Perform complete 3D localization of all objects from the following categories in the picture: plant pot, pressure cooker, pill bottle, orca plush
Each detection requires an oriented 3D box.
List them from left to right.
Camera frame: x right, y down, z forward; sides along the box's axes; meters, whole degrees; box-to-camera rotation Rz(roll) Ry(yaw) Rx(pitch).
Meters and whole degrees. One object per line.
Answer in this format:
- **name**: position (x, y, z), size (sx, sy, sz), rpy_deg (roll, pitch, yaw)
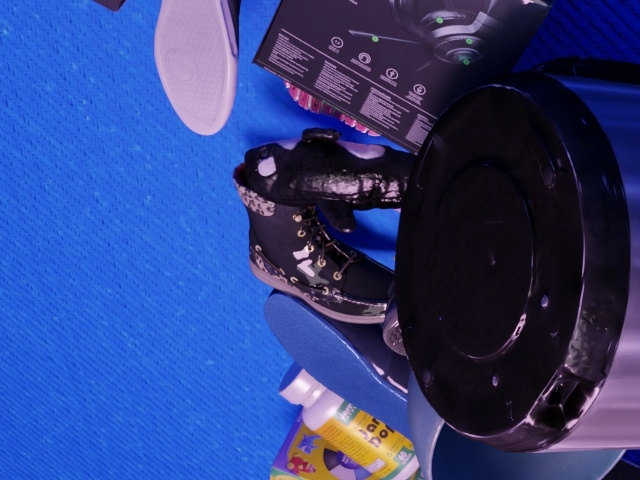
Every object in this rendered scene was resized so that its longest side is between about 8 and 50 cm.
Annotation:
- **pill bottle**: position (0.050, 0.234, 2.071), size (0.208, 0.117, 0.117), rpy_deg (37, 138, -9)
- **orca plush**: position (0.047, -0.044, 1.708), size (0.287, 0.102, 0.151), rpy_deg (12, 157, -1)
- **plant pot**: position (0.222, 0.175, 1.832), size (0.290, 0.195, 0.290), rpy_deg (-13, 127, -18)
- **pressure cooker**: position (0.325, 0.028, 1.488), size (0.420, 0.370, 0.375), rpy_deg (3, 123, -25)

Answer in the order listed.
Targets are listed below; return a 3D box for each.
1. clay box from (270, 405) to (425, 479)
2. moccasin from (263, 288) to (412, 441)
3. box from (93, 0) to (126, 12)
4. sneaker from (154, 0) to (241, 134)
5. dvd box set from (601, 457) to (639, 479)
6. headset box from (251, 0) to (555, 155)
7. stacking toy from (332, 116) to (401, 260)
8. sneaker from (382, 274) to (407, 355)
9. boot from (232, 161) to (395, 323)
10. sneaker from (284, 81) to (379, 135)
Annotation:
- **clay box**: position (0.053, 0.328, 2.156), size (0.222, 0.127, 0.053), rpy_deg (17, 137, 12)
- **moccasin**: position (0.078, 0.156, 1.984), size (0.342, 0.117, 0.138), rpy_deg (40, 146, -9)
- **box**: position (-0.246, -0.378, 1.630), size (0.153, 0.108, 0.207), rpy_deg (28, 139, 1)
- **sneaker**: position (-0.103, -0.266, 1.615), size (0.104, 0.147, 0.295), rpy_deg (13, 120, 29)
- **dvd box set**: position (0.381, 0.430, 2.048), size (0.308, 0.062, 0.420), rpy_deg (22, 144, 43)
- **headset box**: position (0.098, -0.251, 1.549), size (0.246, 0.131, 0.283), rpy_deg (29, 139, 1)
- **stacking toy**: position (0.072, -0.065, 1.810), size (0.221, 0.052, 0.167), rpy_deg (31, 139, -1)
- **sneaker**: position (0.163, 0.027, 1.756), size (0.087, 0.130, 0.227), rpy_deg (38, 117, -24)
- **boot**: position (-0.002, 0.001, 1.840), size (0.236, 0.085, 0.178), rpy_deg (19, 143, 28)
- **sneaker**: position (0.032, -0.171, 1.719), size (0.170, 0.075, 0.063), rpy_deg (30, 116, 30)
